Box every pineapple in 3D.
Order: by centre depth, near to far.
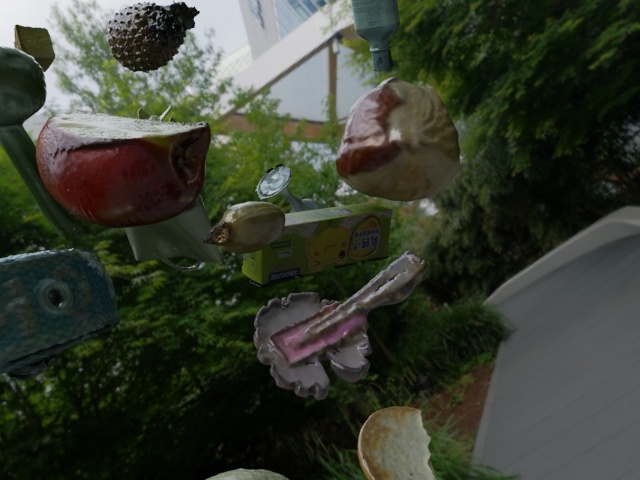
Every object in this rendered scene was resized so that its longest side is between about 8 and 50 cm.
[{"bbox_3d":[-0.482,-0.622,1.492,0.201,0.202,0.361,-27,16,-38],"label":"pineapple"}]

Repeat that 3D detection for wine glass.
[{"bbox_3d":[-0.071,-0.103,1.698,0.143,0.143,0.321,-39,-50,5],"label":"wine glass"}]

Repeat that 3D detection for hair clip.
[{"bbox_3d":[0.041,0.116,0.773,0.300,0.173,0.069,-29,-36,-22],"label":"hair clip"}]

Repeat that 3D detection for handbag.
[{"bbox_3d":[-0.386,0.000,1.322,0.240,0.109,0.316,1,-44,2],"label":"handbag"}]

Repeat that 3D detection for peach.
[{"bbox_3d":[-0.304,-0.098,0.724,0.154,0.267,0.159,-58,-24,-69],"label":"peach"}]

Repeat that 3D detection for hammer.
[{"bbox_3d":[-0.510,-0.151,0.896,0.206,0.336,0.119,-9,23,39],"label":"hammer"}]

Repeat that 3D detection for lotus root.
[{"bbox_3d":[-0.094,-0.017,0.684,0.073,0.062,0.150,-45,-15,30],"label":"lotus root"}]

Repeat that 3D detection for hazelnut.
[{"bbox_3d":[0.162,-0.196,1.041,0.261,0.261,0.241,-35,2,-9],"label":"hazelnut"}]

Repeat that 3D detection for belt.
[{"bbox_3d":[-0.220,0.059,0.367,0.147,0.082,0.163,-19,1,27],"label":"belt"}]

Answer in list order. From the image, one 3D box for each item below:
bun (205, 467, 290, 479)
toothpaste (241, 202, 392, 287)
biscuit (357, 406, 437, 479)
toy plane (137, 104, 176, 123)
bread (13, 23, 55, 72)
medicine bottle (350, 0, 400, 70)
[{"bbox_3d":[-0.109,0.454,0.577,0.227,0.353,0.348,19,-24,-35],"label":"bun"},{"bbox_3d":[0.000,0.000,1.010,0.327,0.077,0.111,-11,-70,-35],"label":"toothpaste"},{"bbox_3d":[0.192,0.542,1.280,0.309,0.204,0.040,-93,15,-61],"label":"biscuit"},{"bbox_3d":[-0.406,-0.186,1.135,0.241,0.257,0.104,-12,-30,43],"label":"toy plane"},{"bbox_3d":[-0.688,-0.449,1.213,0.084,0.080,0.109,-19,3,-44],"label":"bread"},{"bbox_3d":[0.104,-0.432,0.964,0.054,0.090,0.209,-47,-47,-46],"label":"medicine bottle"}]
